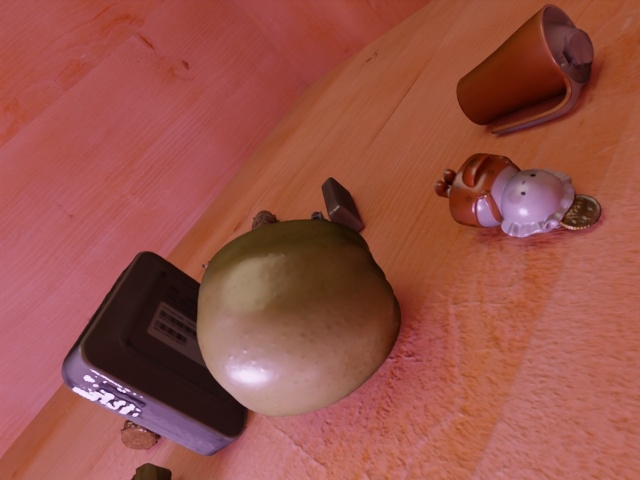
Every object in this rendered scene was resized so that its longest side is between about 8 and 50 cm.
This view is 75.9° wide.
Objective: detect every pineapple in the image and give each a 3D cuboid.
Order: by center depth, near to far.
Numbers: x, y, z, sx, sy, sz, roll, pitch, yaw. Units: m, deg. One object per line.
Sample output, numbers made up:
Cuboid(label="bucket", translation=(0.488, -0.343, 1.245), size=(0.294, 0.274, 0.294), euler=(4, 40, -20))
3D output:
Cuboid(label="pineapple", translation=(-0.506, 0.491, 1.226), size=(0.111, 0.119, 0.237), euler=(-26, 27, 13))

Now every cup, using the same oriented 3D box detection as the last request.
Cuboid(label="cup", translation=(0.450, -0.353, 0.914), size=(0.264, 0.182, 0.226), euler=(-24, 63, 55))

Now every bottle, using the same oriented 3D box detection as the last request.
Cuboid(label="bottle", translation=(-0.216, -0.053, 1.624), size=(0.109, 0.097, 0.209), euler=(-7, 27, -3))

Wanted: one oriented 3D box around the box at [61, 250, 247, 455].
Cuboid(label="box", translation=(-0.334, 0.246, 0.974), size=(0.111, 0.396, 0.397), euler=(-40, 25, 20))

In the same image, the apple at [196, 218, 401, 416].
Cuboid(label="apple", translation=(-0.036, 0.126, 0.744), size=(0.357, 0.357, 0.357), euler=(-37, 25, 21))

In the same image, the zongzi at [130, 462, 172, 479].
Cuboid(label="zongzi", translation=(-0.378, 0.627, 0.828), size=(0.228, 0.115, 0.256), euler=(-55, 35, -9))

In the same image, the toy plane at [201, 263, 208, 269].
Cuboid(label="toy plane", translation=(-0.344, 0.178, 1.355), size=(0.242, 0.104, 0.256), euler=(-8, 81, 62))

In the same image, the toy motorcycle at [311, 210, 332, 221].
Cuboid(label="toy motorcycle", translation=(0.000, 0.000, 1.099), size=(0.106, 0.159, 0.270), euler=(-19, 31, 8))

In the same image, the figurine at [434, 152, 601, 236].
Cuboid(label="figurine", translation=(0.328, -0.073, 0.713), size=(0.271, 0.143, 0.143), euler=(28, 74, 32))

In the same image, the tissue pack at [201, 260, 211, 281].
Cuboid(label="tissue pack", translation=(-0.153, 0.133, 1.007), size=(0.246, 0.149, 0.092), euler=(-1, 28, -5))

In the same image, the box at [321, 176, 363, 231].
Cuboid(label="box", translation=(0.060, -0.107, 1.223), size=(0.055, 0.103, 0.244), euler=(-44, 23, 17))
